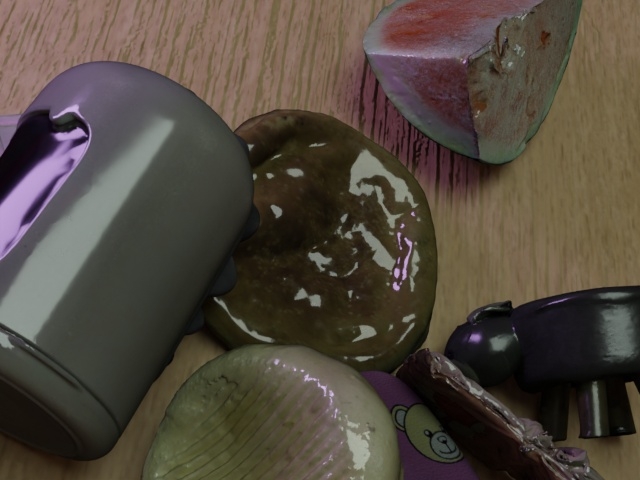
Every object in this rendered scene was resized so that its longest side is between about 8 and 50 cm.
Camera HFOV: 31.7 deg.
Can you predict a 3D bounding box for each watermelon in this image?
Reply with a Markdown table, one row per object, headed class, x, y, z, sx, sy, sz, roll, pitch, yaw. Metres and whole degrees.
| class | x | y | z | sx | sy | sz | roll | pitch | yaw |
| --- | --- | --- | --- | --- | --- | --- | --- | --- | --- |
| watermelon | 0.190 | -0.218 | 1.253 | 0.224 | 0.180 | 0.305 | 48 | 50 | -4 |

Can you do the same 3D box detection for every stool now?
| class | x | y | z | sx | sy | sz | roll | pitch | yaw |
| --- | --- | --- | --- | --- | --- | --- | --- | --- | --- |
| stool | 0.242 | 0.121 | 1.076 | 0.153 | 0.228 | 0.139 | 19 | 63 | -63 |

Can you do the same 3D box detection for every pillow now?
| class | x | y | z | sx | sy | sz | roll | pitch | yaw |
| --- | --- | --- | --- | --- | --- | --- | --- | --- | --- |
| pillow | 0.173 | 0.182 | 0.996 | 0.248 | 0.135 | 0.049 | 38 | 76 | 9 |

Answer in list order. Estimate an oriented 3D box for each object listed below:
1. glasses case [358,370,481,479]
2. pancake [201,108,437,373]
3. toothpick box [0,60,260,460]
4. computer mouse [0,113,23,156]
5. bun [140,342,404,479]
| class | x | y | z | sx | sy | sz | roll | pitch | yaw |
| --- | --- | --- | --- | --- | --- | --- | --- | --- | --- |
| glasses case | 0.094 | 0.250 | 0.951 | 0.123 | 0.076 | 0.316 | -21 | 64 | -31 |
| pancake | 0.000 | 0.000 | 1.091 | 0.294 | 0.049 | 0.294 | 12 | 60 | -22 |
| toothpick box | -0.174 | 0.002 | 0.910 | 0.229 | 0.229 | 0.316 | 30 | 63 | 1 |
| computer mouse | -0.208 | -0.072 | 1.071 | 0.245 | 0.056 | 0.126 | -8 | 64 | -34 |
| bun | -0.030 | 0.189 | 0.880 | 0.133 | 0.231 | 0.231 | 29 | 38 | -50 |
